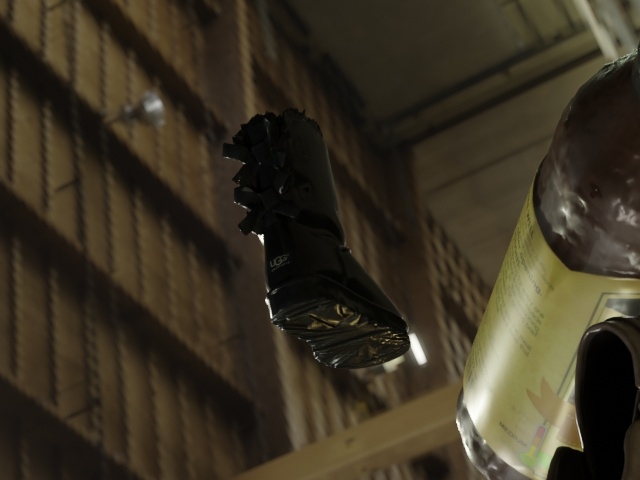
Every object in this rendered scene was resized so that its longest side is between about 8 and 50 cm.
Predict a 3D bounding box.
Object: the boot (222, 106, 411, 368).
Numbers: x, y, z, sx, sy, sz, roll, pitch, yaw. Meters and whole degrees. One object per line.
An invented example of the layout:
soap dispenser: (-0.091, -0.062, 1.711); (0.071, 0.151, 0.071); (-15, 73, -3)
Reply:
boot: (0.000, 0.000, 0.721); (0.121, 0.045, 0.099); (36, -144, -58)

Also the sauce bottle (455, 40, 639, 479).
sauce bottle: (0.140, -0.003, 0.679); (0.344, 0.111, 0.111); (100, 162, -53)

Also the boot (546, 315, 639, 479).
boot: (0.084, 0.075, 0.340); (0.087, 0.042, 0.118); (22, -121, -36)
